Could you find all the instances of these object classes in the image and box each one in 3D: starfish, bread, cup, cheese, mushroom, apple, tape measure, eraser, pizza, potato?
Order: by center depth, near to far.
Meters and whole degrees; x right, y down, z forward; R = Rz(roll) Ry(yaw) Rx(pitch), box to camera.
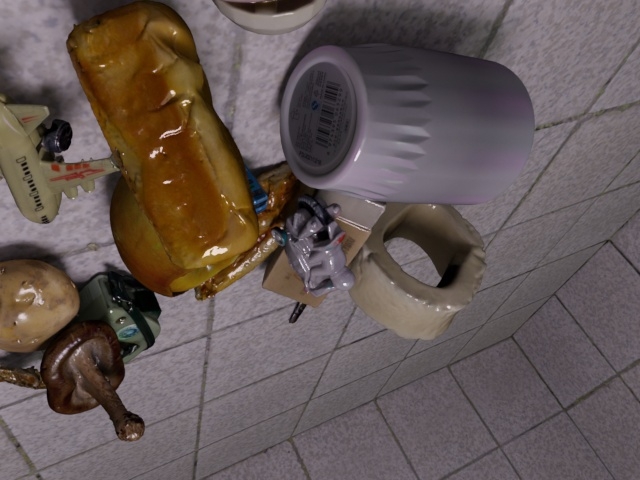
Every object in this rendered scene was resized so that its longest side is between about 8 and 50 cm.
[{"bbox_3d":[-0.171,-0.119,0.672,0.132,0.167,0.294,-19,109,-2],"label":"bread"},{"bbox_3d":[-0.208,-0.023,0.887,0.237,0.207,0.237,-24,153,-13],"label":"apple"},{"bbox_3d":[0.140,-0.184,0.930,0.372,0.253,0.253,-2,142,-38],"label":"cup"},{"bbox_3d":[-0.479,0.119,0.946,0.161,0.128,0.234,-3,147,-39],"label":"potato"},{"bbox_3d":[-0.369,0.271,0.986,0.148,0.217,0.227,-33,151,-28],"label":"mushroom"},{"bbox_3d":[-0.134,-0.017,1.085,0.365,0.074,0.182,-44,159,10],"label":"pizza"},{"bbox_3d":[-0.566,0.259,1.105,0.248,0.050,0.138,-4,164,13],"label":"starfish"},{"bbox_3d":[-0.398,0.168,1.128,0.235,0.115,0.207,-39,150,15],"label":"tape measure"},{"bbox_3d":[0.000,0.000,1.217,0.144,0.078,0.343,22,132,-13],"label":"eraser"},{"bbox_3d":[0.218,0.044,1.316,0.332,0.292,0.153,-48,170,-40],"label":"cheese"}]

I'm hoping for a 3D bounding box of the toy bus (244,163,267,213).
[{"bbox_3d":[-0.123,-0.086,0.973,0.038,0.083,0.046,-28,165,-31],"label":"toy bus"}]

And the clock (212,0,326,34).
[{"bbox_3d":[-0.064,-0.356,0.513,0.342,0.184,0.326,10,137,-45],"label":"clock"}]

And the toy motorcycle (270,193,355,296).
[{"bbox_3d":[0.001,0.025,1.075,0.110,0.171,0.260,-37,163,-25],"label":"toy motorcycle"}]

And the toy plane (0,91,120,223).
[{"bbox_3d":[-0.355,-0.096,0.702,0.242,0.104,0.256,12,161,-5],"label":"toy plane"}]

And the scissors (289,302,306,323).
[{"bbox_3d":[-0.027,0.141,1.550,0.160,0.024,0.317,-12,148,-32],"label":"scissors"}]
